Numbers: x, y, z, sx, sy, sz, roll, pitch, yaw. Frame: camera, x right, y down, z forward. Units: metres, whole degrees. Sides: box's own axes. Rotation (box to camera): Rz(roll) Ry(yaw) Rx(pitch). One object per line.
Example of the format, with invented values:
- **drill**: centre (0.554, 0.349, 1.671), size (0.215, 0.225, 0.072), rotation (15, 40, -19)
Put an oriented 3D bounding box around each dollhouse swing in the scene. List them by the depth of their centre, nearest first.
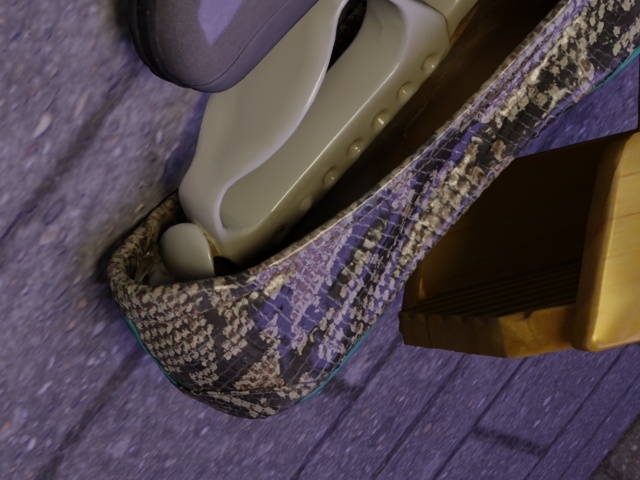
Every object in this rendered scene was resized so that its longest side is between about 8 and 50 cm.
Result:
- **dollhouse swing**: centre (0.200, -0.108, 1.019), size (0.315, 0.305, 0.347), rotation (-13, -177, -14)

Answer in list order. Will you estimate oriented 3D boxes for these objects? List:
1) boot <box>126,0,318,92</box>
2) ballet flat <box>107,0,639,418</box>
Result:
- **boot**: centre (0.080, -0.169, 0.692), size (0.338, 0.223, 0.118), rotation (-53, 158, 3)
- **ballet flat**: centre (0.063, -0.111, 0.865), size (0.483, 0.164, 0.182), rotation (-48, 137, -5)
